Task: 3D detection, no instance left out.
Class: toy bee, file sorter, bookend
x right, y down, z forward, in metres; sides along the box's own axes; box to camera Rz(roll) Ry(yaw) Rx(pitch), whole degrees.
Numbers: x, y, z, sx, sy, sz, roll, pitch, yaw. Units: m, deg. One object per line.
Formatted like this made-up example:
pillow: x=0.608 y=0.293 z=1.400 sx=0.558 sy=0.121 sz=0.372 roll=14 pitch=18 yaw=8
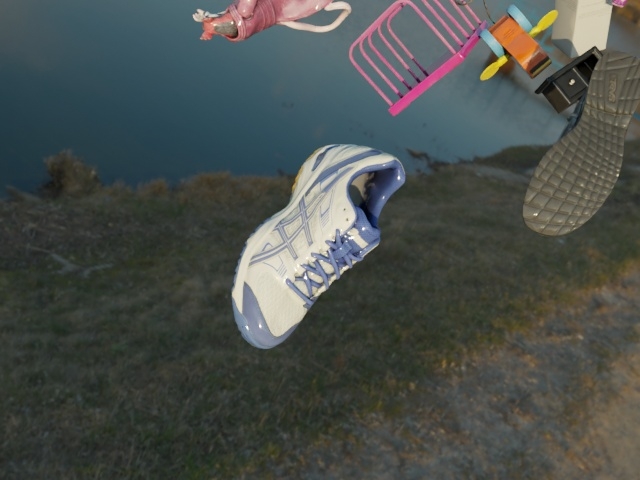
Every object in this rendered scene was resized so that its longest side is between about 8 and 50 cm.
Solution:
toy bee: x=0.430 y=-0.447 z=1.609 sx=0.162 sy=0.195 sz=0.298 roll=29 pitch=48 yaw=-45
file sorter: x=0.218 y=-0.450 z=1.642 sx=0.182 sy=0.202 sz=0.290 roll=48 pitch=36 yaw=-7
bookend: x=0.612 y=-0.339 z=1.699 sx=0.157 sy=0.072 sz=0.156 roll=-33 pitch=82 yaw=-13

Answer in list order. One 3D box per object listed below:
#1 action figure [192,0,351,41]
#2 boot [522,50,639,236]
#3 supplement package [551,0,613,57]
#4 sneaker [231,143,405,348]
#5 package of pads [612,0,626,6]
action figure: x=-0.155 y=-0.574 z=1.875 sx=0.370 sy=0.248 sz=0.275 roll=-38 pitch=89 yaw=-30
boot: x=0.442 y=-0.128 z=1.238 sx=0.118 sy=0.338 sz=0.222 roll=31 pitch=-8 yaw=15
supplement package: x=0.667 y=-0.577 z=1.875 sx=0.105 sy=0.179 sz=0.105 roll=-17 pitch=43 yaw=-9
sneaker: x=0.000 y=0.000 z=0.902 sx=0.131 sy=0.296 sz=0.112 roll=8 pitch=-26 yaw=45
package of pads: x=0.731 y=-0.607 z=1.759 sx=0.032 sy=0.050 sz=0.083 roll=24 pitch=67 yaw=11
